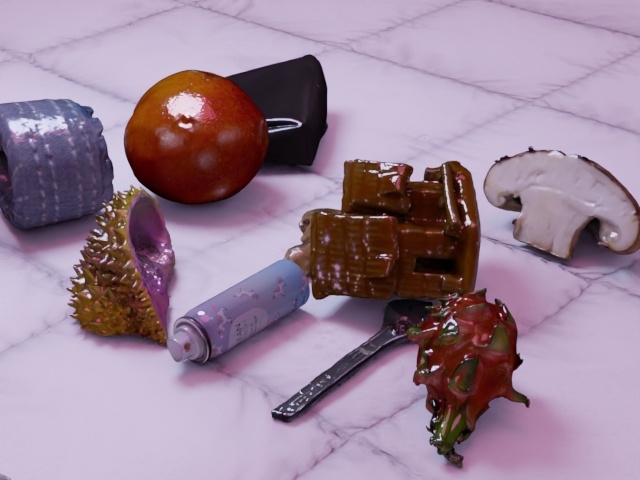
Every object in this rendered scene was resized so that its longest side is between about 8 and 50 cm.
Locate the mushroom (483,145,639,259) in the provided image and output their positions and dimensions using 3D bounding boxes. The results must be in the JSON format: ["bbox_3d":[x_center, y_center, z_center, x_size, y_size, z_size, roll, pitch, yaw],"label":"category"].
[{"bbox_3d":[0.397,-0.049,1.941,0.286,0.156,0.151,27,11,41],"label":"mushroom"}]

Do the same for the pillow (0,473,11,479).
[{"bbox_3d":[-0.467,0.295,1.370,0.144,0.078,0.254,21,34,19],"label":"pillow"}]

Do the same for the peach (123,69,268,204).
[{"bbox_3d":[-0.199,-0.171,2.086,0.244,0.199,0.243,-5,61,9],"label":"peach"}]

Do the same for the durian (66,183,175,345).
[{"bbox_3d":[-0.281,0.018,1.813,0.154,0.186,0.260,3,14,-4],"label":"durian"}]

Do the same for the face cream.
[{"bbox_3d":[-0.115,0.101,1.717,0.075,0.075,0.229,21,36,37],"label":"face cream"}]

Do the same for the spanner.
[{"bbox_3d":[0.051,0.152,1.663,0.093,0.026,0.325,19,35,36],"label":"spanner"}]

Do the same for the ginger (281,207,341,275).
[{"bbox_3d":[-0.005,-0.006,1.919,0.165,0.067,0.096,-26,58,-38],"label":"ginger"}]

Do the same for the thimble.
[{"bbox_3d":[-0.443,-0.127,2.051,0.172,0.205,0.236,-11,4,-26],"label":"thimble"}]

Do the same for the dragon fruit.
[{"bbox_3d":[0.179,0.163,1.531,0.137,0.135,0.235,-20,43,20],"label":"dragon fruit"}]

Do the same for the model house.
[{"bbox_3d":[0.098,-0.016,1.790,0.229,0.199,0.219,0,2,-9],"label":"model house"}]

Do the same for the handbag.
[{"bbox_3d":[-0.118,-0.226,2.303,0.257,0.113,0.285,-4,34,9],"label":"handbag"}]
